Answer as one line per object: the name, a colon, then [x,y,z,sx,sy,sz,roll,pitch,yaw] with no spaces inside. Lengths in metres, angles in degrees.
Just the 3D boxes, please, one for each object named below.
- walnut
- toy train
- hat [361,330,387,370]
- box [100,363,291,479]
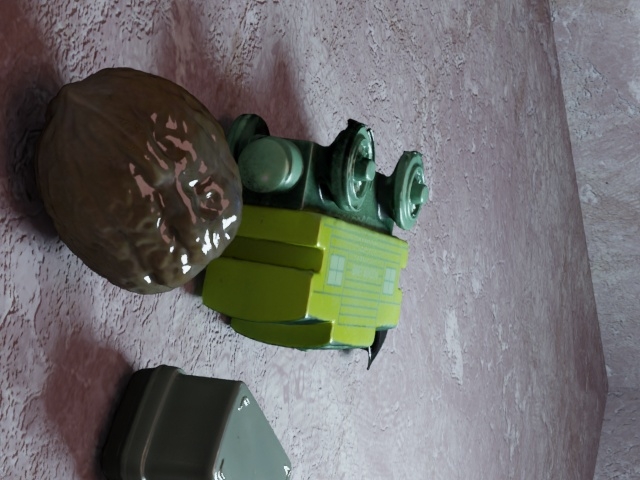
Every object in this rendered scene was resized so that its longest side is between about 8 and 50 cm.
walnut: [-0.166,-0.060,1.246,0.230,0.178,0.178,55,40,-42]
toy train: [0.000,0.000,1.685,0.442,0.179,0.272,14,84,-70]
hat: [0.062,0.130,2.005,0.121,0.050,0.121,3,90,-74]
box: [-0.122,0.231,1.415,0.210,0.129,0.148,67,33,-49]
